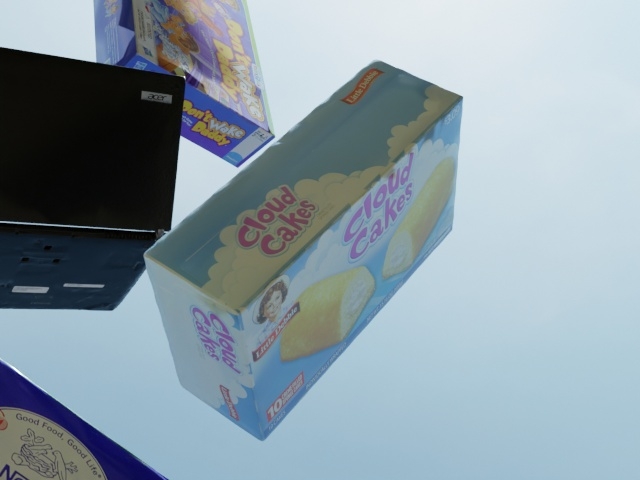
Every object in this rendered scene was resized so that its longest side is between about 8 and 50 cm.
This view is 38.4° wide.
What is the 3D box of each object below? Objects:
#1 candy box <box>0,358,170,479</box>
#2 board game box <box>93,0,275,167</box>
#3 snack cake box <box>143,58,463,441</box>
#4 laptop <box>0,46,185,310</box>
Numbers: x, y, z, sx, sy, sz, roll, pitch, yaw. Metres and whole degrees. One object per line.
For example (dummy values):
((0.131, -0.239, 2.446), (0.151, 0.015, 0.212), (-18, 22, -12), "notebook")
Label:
((-0.258, 0.189, 0.506), (0.268, 0.317, 0.122), (39, -150, -11), "candy box")
((-0.193, -0.292, 1.254), (0.233, 0.078, 0.347), (28, -142, -42), "board game box")
((0.000, 0.000, 0.698), (0.089, 0.152, 0.264), (29, -125, 26), "snack cake box")
((-0.279, -0.046, 0.913), (0.234, 0.264, 0.137), (4, -122, -32), "laptop")
